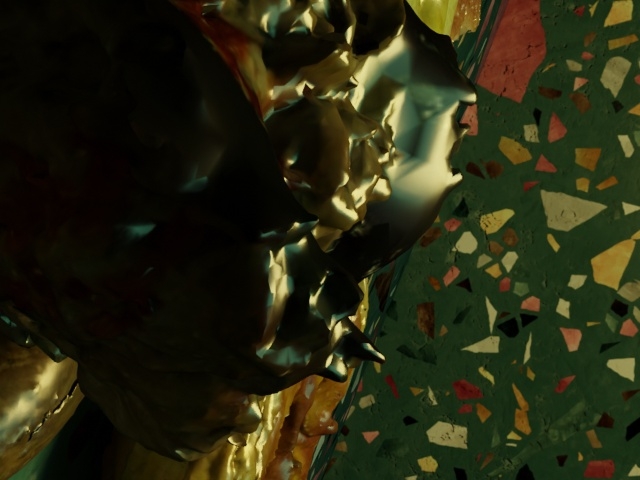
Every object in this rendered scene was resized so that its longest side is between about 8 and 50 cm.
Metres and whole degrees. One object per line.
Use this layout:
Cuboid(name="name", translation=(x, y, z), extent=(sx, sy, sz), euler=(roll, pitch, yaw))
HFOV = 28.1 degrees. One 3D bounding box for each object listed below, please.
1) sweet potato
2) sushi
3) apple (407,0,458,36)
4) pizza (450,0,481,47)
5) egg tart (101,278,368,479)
Cuboid(name="sweet potato", translation=(-0.152, 0.041, 0.652), extent=(0.112, 0.085, 0.286), euler=(-35, -165, 19))
Cuboid(name="sushi", translation=(-0.068, -0.033, 0.497), extent=(0.225, 0.238, 0.219), euler=(-60, -177, 32))
Cuboid(name="apple", translation=(0.015, -0.177, 0.805), extent=(0.195, 0.160, 0.173), euler=(-59, 172, -51))
Cuboid(name="pizza", translation=(0.107, -0.243, 1.445), extent=(0.305, 0.085, 0.161), euler=(-67, 149, -20))
Cuboid(name="egg tart", translation=(-0.084, 0.158, 1.026), extent=(0.339, 0.153, 0.352), euler=(-57, 163, -50))
